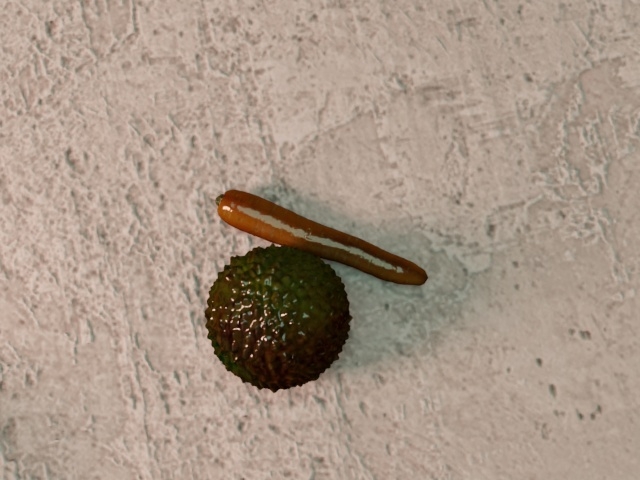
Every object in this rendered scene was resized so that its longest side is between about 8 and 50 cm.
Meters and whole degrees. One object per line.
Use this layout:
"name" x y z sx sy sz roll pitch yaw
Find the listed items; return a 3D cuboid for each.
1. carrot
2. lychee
"carrot" 0.000 0.000 1.310 0.248 0.043 0.043 21 80 5
"lychee" -0.048 0.076 1.234 0.171 0.171 0.171 -1 78 3
